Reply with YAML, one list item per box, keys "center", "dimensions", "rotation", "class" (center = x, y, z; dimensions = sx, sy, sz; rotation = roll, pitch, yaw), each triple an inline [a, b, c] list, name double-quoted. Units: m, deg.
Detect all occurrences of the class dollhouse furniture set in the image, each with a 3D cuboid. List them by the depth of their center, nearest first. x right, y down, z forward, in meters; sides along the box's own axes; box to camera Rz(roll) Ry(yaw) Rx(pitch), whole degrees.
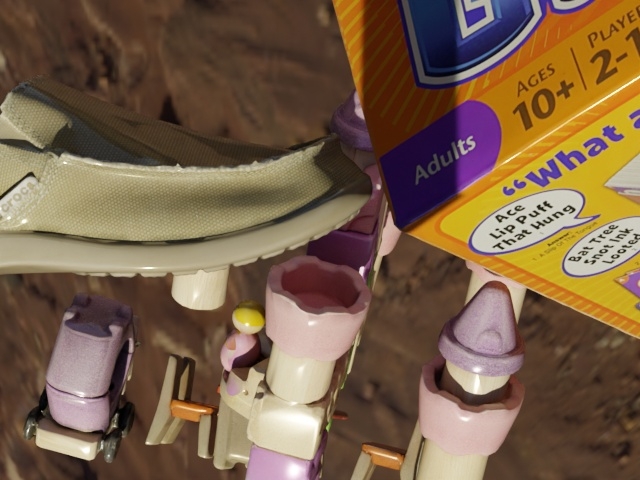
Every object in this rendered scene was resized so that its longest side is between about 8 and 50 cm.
- center: [-0.027, 0.159, 1.890]
  dimensions: [0.262, 0.259, 0.135]
  rotation: [13, 86, 7]
  class: "dollhouse furniture set"

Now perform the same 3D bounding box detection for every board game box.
- center: [0.246, -0.186, 1.192]
  dimensions: [0.356, 0.356, 0.356]
  rotation: [-33, 54, 29]
  class: "board game box"

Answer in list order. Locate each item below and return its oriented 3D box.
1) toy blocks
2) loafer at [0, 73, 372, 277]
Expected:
- center: [0.000, 0.000, 1.314]
  dimensions: [0.309, 0.260, 0.288]
  rotation: [14, 30, 5]
  class: "toy blocks"
- center: [-0.111, -0.031, 0.903]
  dimensions: [0.269, 0.102, 0.092]
  rotation: [-5, 97, 0]
  class: "loafer"
